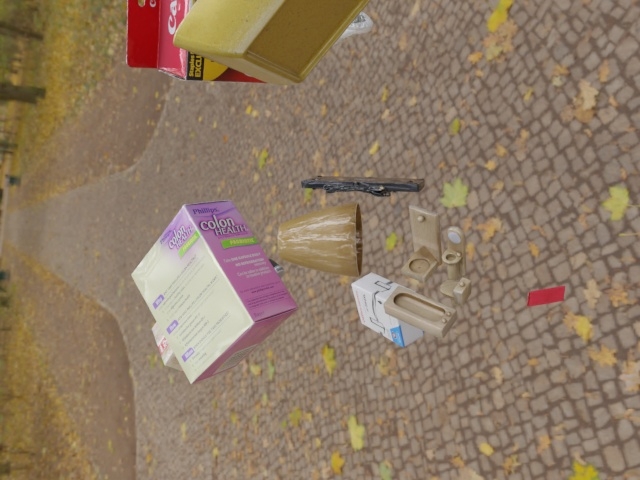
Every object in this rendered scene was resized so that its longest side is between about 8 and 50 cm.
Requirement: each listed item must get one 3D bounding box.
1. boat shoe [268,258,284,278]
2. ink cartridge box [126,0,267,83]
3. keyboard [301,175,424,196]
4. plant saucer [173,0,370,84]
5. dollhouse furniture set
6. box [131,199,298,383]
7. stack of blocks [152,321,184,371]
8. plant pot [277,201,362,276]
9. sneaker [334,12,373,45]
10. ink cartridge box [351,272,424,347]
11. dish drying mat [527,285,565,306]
[{"bbox_3d":[-0.124,0.097,1.220,0.040,0.049,0.142,46,111,20],"label":"boat shoe"},{"bbox_3d":[-0.234,-0.482,1.215,0.130,0.271,0.310,28,119,43],"label":"ink cartridge box"},{"bbox_3d":[0.102,-0.140,1.565,0.317,0.201,0.033,3,103,22],"label":"keyboard"},{"bbox_3d":[-0.026,-0.378,0.951,0.333,0.333,0.081,-46,78,18],"label":"plant saucer"},{"bbox_3d":[0.179,0.049,1.024,0.144,0.151,0.123,22,143,33],"label":"dollhouse furniture set"},{"bbox_3d":[-0.195,0.090,1.086,0.213,0.117,0.243,-45,70,33],"label":"box"},{"bbox_3d":[-0.283,0.152,1.476,0.297,0.087,0.171,-57,33,7],"label":"stack of blocks"},{"bbox_3d":[0.000,0.000,1.932,0.237,0.254,0.237,-1,-90,-80],"label":"plant pot"},{"bbox_3d":[0.061,-0.707,2.042,0.115,0.232,0.090,82,-171,-60],"label":"sneaker"},{"bbox_3d":[0.192,0.197,1.750,0.203,0.086,0.148,21,133,55],"label":"ink cartridge box"},{"bbox_3d":[0.429,0.106,1.154,0.008,0.083,0.032,-145,52,-63],"label":"dish drying mat"}]
